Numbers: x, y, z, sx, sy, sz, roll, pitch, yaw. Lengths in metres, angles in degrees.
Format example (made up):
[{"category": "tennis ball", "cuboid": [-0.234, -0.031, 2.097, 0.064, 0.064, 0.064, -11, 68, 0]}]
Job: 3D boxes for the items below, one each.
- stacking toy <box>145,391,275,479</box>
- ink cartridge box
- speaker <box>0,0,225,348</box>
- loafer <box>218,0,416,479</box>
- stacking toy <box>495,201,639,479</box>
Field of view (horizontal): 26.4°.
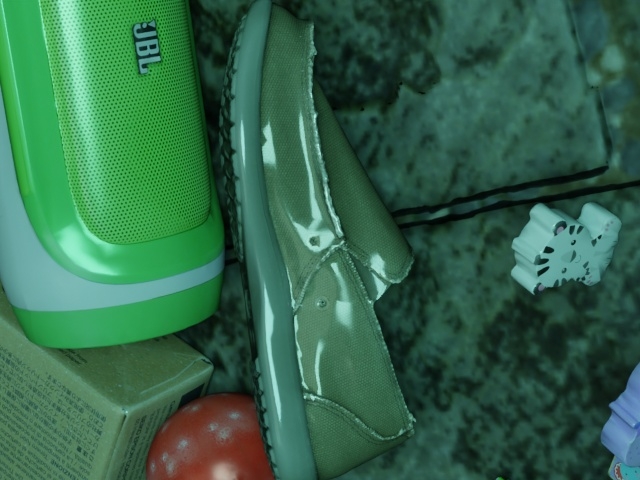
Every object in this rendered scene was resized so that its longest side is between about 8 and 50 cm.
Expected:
[{"category": "stacking toy", "cuboid": [0.002, 0.235, 0.736, 0.141, 0.141, 0.330, -40, 76, 36]}, {"category": "ink cartridge box", "cuboid": [-0.199, 0.104, 0.856, 0.234, 0.088, 0.193, 33, 121, 22]}, {"category": "speaker", "cuboid": [-0.127, -0.100, 0.722, 0.131, 0.131, 0.297, 1, 104, 35]}, {"category": "loafer", "cuboid": [0.000, 0.000, 0.702, 0.087, 0.094, 0.251, -7, 95, -7]}, {"category": "stacking toy", "cuboid": [0.135, 0.109, 0.611, 0.167, 0.052, 0.221, 42, 127, 46]}]
